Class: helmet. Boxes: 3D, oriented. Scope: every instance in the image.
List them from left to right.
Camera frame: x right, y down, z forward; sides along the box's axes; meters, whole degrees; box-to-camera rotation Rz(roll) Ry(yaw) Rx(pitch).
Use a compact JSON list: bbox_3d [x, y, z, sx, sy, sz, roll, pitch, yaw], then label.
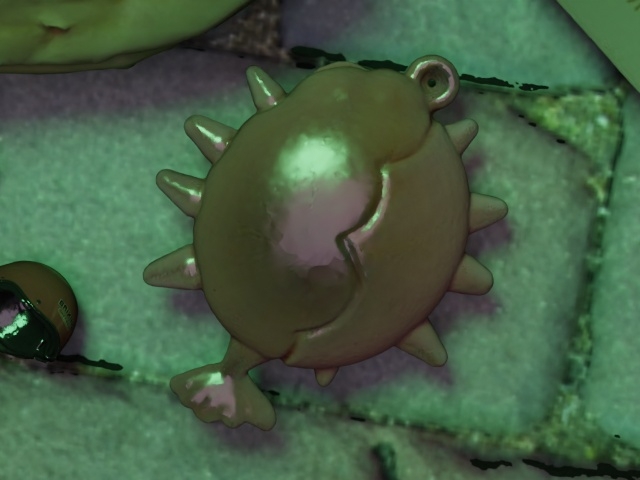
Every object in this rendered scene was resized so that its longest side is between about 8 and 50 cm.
[{"bbox_3d":[-0.185,0.038,0.948,0.084,0.049,0.065,13,135,26],"label":"helmet"}]

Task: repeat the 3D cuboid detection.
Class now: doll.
[{"bbox_3d":[0.000,0.000,0.912,0.211,0.093,0.262,27,97,-4],"label":"doll"}]

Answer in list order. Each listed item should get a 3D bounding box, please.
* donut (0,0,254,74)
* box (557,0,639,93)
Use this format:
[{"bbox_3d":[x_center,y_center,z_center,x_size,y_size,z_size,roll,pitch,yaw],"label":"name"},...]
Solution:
[{"bbox_3d":[-0.171,-0.218,0.804,0.371,0.307,0.150,4,55,-13],"label":"donut"},{"bbox_3d":[0.250,-0.255,0.798,0.204,0.051,0.365,49,124,4],"label":"box"}]
